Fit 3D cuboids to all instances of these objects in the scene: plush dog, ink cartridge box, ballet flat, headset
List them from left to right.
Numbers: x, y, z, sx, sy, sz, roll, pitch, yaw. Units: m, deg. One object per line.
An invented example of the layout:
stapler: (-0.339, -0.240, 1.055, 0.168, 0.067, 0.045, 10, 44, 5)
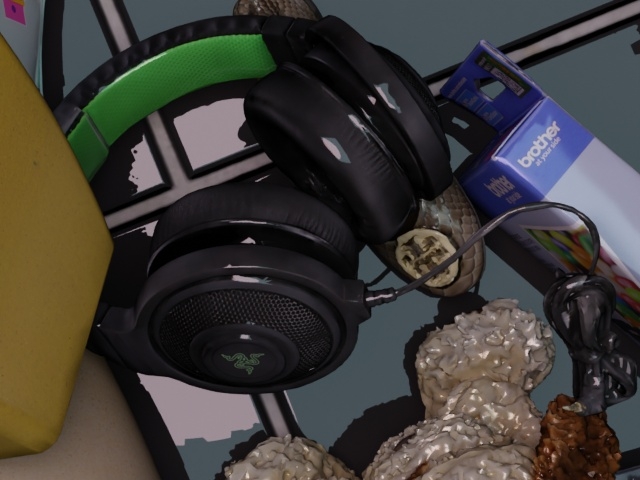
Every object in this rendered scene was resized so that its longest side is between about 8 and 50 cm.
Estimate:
headset: (0.000, 0.000, 1.147, 0.394, 0.185, 0.243, 16, 62, 32)
ballet flat: (0.020, -0.064, 1.267, 0.084, 0.058, 0.250, -36, 87, 35)
plush dog: (0.080, 0.179, 1.192, 0.262, 0.225, 0.211, -32, 90, -3)
ink cartridge box: (0.192, 0.005, 1.222, 0.311, 0.186, 0.065, 43, 85, 0)

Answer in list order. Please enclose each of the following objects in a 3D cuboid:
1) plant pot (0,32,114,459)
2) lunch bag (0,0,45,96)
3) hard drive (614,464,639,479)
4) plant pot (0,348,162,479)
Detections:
plant pot: (-0.236, 0.019, 1.035, 0.212, 0.187, 0.212, -13, 49, 33)
lunch bag: (-0.286, -0.176, 1.195, 0.262, 0.160, 0.223, 17, 65, -39)
hard drive: (0.277, 0.264, 1.284, 0.172, 0.054, 0.255, -15, 89, -3)
plant pot: (-0.202, 0.168, 1.189, 0.256, 0.256, 0.274, -9, 71, -3)
